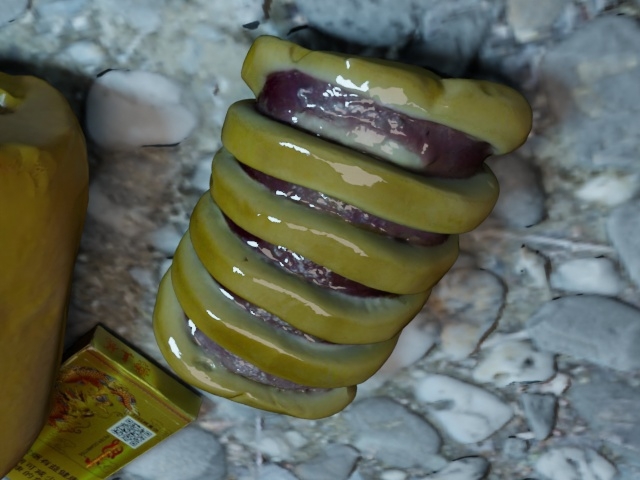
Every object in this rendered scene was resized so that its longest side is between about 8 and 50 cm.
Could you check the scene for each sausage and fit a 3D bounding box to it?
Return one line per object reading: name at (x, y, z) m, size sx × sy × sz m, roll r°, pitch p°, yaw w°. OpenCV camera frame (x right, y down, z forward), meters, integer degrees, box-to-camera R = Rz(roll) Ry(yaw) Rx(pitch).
sausage at (-0.198, 0.051, 0.524) m, size 0.112 × 0.112 × 0.328 m, roll 17°, pitch 129°, yaw -5°

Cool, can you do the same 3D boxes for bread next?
bread at (0.000, 0.000, 0.469) m, size 0.134 × 0.081 × 0.225 m, roll 21°, pitch 128°, yaw -7°

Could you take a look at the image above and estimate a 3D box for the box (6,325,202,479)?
box at (-0.160, 0.121, 0.624) m, size 0.089 × 0.022 × 0.156 m, roll 38°, pitch 123°, yaw -22°
